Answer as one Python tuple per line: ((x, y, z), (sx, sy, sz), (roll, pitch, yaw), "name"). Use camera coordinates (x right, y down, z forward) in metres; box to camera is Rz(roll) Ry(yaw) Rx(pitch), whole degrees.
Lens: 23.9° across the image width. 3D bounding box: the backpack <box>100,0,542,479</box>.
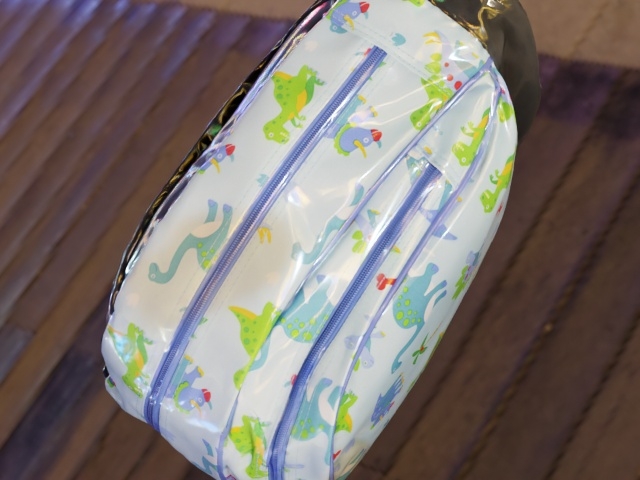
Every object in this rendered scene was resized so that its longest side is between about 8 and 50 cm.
((0.000, 0.000, 1.054), (0.355, 0.273, 0.290), (-39, -12, -16), "backpack")
